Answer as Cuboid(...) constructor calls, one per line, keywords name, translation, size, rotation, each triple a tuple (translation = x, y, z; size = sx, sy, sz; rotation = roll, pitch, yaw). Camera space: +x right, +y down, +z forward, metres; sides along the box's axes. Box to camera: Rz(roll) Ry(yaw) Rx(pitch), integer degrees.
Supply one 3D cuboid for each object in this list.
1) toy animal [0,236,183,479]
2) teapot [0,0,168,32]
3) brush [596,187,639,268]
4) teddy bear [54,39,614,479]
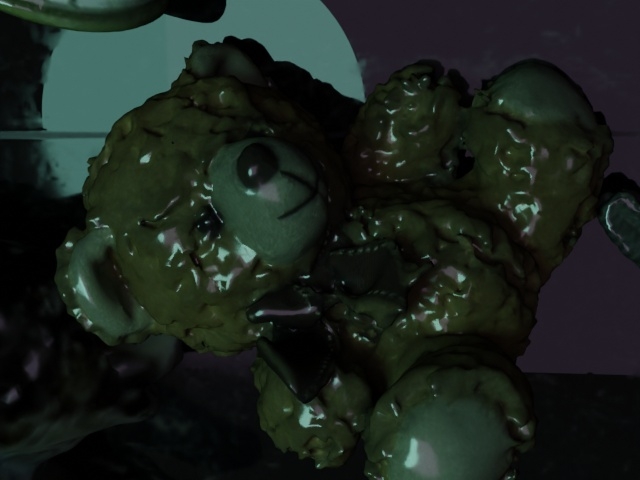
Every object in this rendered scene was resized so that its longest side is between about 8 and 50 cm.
Cuboid(name="toy animal", translation=(-0.246, 0.074, 0.740), size=(0.344, 0.194, 0.303), rotation=(-9, 105, 6))
Cuboid(name="teapot", translation=(-0.146, -0.219, 0.623), size=(0.239, 0.321, 0.239), rotation=(48, 132, 31))
Cuboid(name="brush", translation=(0.275, 0.081, 0.726), size=(0.323, 0.051, 0.070), rotation=(43, 111, -3))
Cuboid(name="teddy bear", translation=(0.000, 0.000, 0.698), size=(0.256, 0.156, 0.267), rotation=(27, 59, -3))
